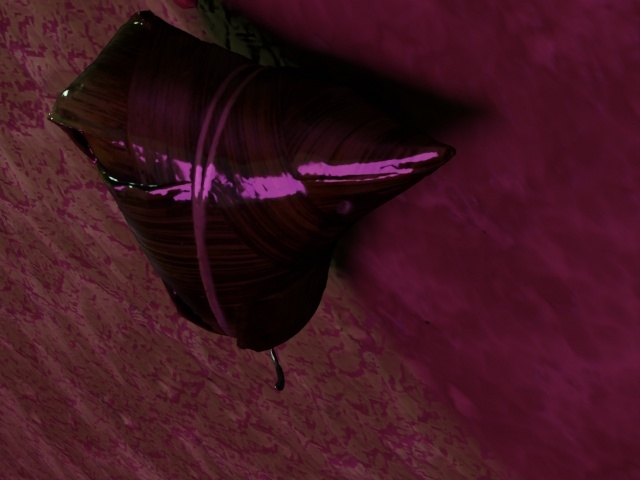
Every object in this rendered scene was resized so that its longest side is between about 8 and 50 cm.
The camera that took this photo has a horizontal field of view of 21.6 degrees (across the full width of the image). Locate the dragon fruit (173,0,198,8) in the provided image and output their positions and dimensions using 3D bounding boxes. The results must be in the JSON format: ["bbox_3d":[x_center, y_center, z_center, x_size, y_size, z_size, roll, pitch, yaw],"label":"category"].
[{"bbox_3d":[-0.211,-0.170,0.542,0.314,0.263,0.296,42,156,11],"label":"dragon fruit"}]

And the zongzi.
[{"bbox_3d":[0.000,0.000,0.709,0.184,0.084,0.187,16,151,33],"label":"zongzi"}]
